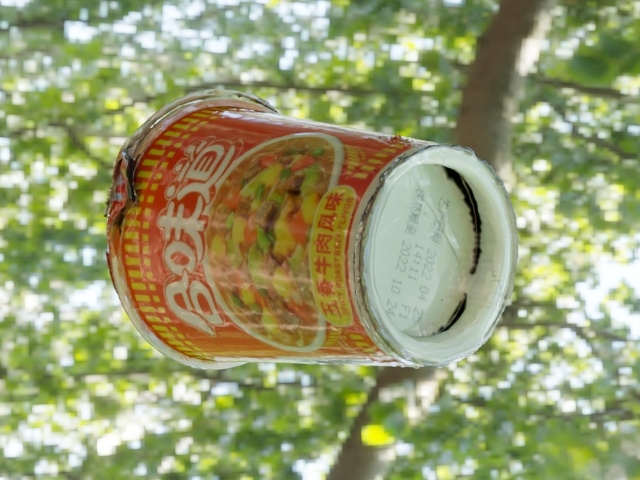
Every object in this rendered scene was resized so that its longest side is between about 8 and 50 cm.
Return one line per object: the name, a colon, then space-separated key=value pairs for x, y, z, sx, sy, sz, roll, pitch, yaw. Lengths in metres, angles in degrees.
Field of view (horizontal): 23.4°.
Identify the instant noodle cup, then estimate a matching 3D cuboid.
instant noodle cup: x=0.000 y=0.000 z=0.951 sx=0.212 sy=0.193 sz=0.193 roll=6 pitch=-84 yaw=49
